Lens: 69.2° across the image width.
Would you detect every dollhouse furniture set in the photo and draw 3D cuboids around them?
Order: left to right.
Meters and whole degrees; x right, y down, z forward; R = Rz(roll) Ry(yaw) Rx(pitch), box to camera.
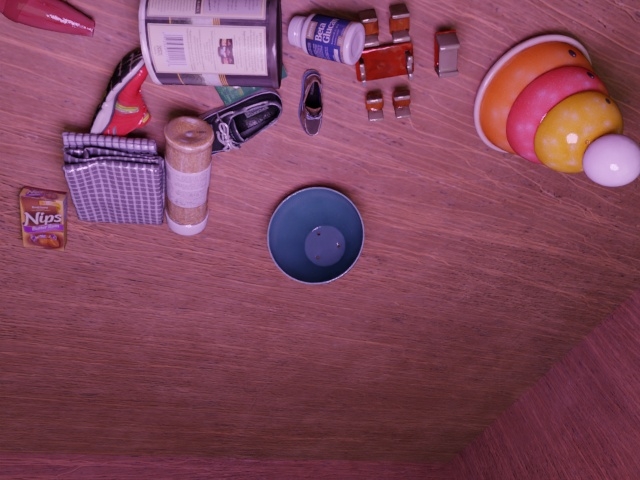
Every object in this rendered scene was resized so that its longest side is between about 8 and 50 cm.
[{"bbox_3d":[0.219,-0.469,1.201,0.258,0.135,0.262,-6,131,7],"label":"dollhouse furniture set"}]

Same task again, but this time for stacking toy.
[{"bbox_3d":[0.647,-0.287,1.194,0.350,0.480,0.351,-7,131,-8],"label":"stacking toy"}]

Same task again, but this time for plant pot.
[{"bbox_3d":[0.000,0.000,1.451,0.290,0.291,0.195,-22,167,5],"label":"plant pot"}]

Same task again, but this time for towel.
[{"bbox_3d":[-0.534,-0.145,1.226,0.234,0.122,0.284,3,149,-14],"label":"towel"}]

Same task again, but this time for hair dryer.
[{"bbox_3d":[-0.586,-0.547,0.953,0.223,0.080,0.294,-26,130,8],"label":"hair dryer"}]

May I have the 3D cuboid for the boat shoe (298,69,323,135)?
[{"bbox_3d":[-0.025,-0.358,1.250,0.066,0.066,0.183,-9,130,-6],"label":"boat shoe"}]

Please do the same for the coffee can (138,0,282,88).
[{"bbox_3d":[-0.226,-0.442,1.017,0.275,0.202,0.202,1,130,-1],"label":"coffee can"}]

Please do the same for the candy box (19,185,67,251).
[{"bbox_3d":[-0.791,-0.059,1.330,0.109,0.053,0.187,8,126,-18],"label":"candy box"}]

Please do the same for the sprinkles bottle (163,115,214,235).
[{"bbox_3d":[-0.355,-0.160,1.244,0.121,0.121,0.355,3,145,-15],"label":"sprinkles bottle"}]

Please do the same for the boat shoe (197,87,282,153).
[{"bbox_3d":[-0.235,-0.292,1.230,0.306,0.105,0.113,-22,130,6],"label":"boat shoe"}]

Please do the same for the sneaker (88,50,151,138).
[{"bbox_3d":[-0.470,-0.342,1.149,0.118,0.107,0.279,22,132,-34],"label":"sneaker"}]

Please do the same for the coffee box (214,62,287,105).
[{"bbox_3d":[-0.187,-0.430,1.169,0.184,0.040,0.113,-24,129,8],"label":"coffee box"}]

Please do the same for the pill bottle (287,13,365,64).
[{"bbox_3d":[0.011,-0.479,1.095,0.169,0.094,0.094,22,133,21],"label":"pill bottle"}]
